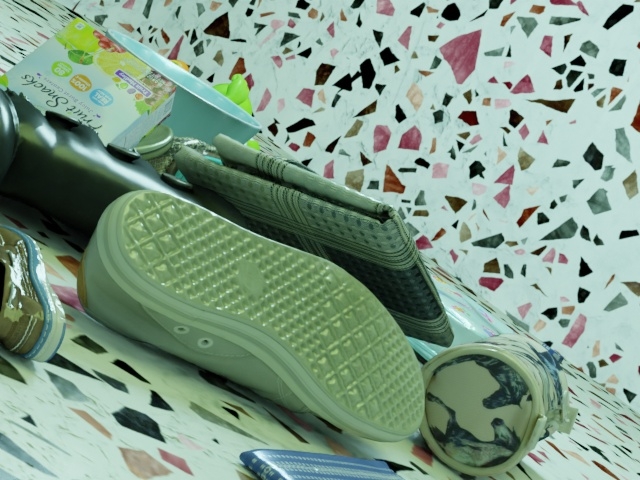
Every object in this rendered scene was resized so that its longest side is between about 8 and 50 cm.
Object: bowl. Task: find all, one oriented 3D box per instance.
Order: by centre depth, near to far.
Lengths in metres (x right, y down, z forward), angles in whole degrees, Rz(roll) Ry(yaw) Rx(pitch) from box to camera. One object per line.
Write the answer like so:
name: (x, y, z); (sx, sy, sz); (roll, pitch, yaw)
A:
bowl: (-0.272, -0.210, 2.398); (0.311, 0.163, 0.311); (33, 7, -4)

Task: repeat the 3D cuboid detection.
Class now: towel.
towel: (0.103, 0.296, 1.240); (0.336, 0.040, 0.243); (36, 9, 34)
towel: (0.000, 0.000, 1.731); (0.324, 0.056, 0.312); (20, -22, 29)

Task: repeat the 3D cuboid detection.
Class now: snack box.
snack box: (-0.320, -0.175, 1.840); (0.174, 0.207, 0.070); (34, -35, 11)

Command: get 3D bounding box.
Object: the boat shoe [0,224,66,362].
boat shoe: (-0.271, 0.031, 1.182); (0.066, 0.066, 0.183); (26, 10, -39)

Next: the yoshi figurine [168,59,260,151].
yoshi figurine: (-0.242, -0.256, 2.749); (0.203, 0.203, 0.362); (30, 1, 31)

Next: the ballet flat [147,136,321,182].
ballet flat: (-0.133, -0.077, 2.212); (0.182, 0.164, 0.483); (28, 5, 39)

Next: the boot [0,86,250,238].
boot: (-0.257, -0.049, 1.508); (0.445, 0.146, 0.367); (33, 4, -36)

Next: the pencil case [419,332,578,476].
pencil case: (0.237, 0.209, 1.854); (0.183, 0.160, 0.410); (12, 1, 15)

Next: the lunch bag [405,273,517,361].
lunch bag: (0.199, 0.140, 2.367); (0.279, 0.108, 0.224); (38, 11, 38)

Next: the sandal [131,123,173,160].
sandal: (-0.337, -0.174, 1.929); (0.303, 0.086, 0.120); (12, 17, -28)

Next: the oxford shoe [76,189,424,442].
oxford shoe: (-0.066, 0.089, 1.459); (0.449, 0.130, 0.169); (30, 48, -32)
